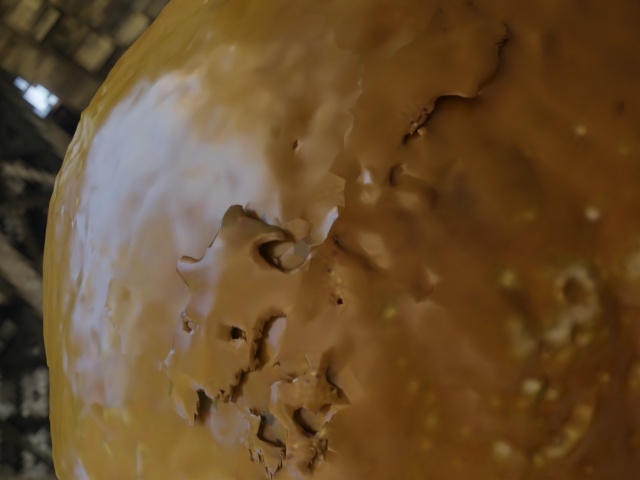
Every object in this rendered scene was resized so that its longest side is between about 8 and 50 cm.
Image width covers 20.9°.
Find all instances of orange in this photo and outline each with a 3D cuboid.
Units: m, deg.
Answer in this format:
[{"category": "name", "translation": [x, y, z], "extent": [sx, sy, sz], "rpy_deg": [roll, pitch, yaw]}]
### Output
[{"category": "orange", "translation": [0.041, 0.022, 0.409], "extent": [0.193, 0.219, 0.219], "rpy_deg": [17, 175, 45]}]
